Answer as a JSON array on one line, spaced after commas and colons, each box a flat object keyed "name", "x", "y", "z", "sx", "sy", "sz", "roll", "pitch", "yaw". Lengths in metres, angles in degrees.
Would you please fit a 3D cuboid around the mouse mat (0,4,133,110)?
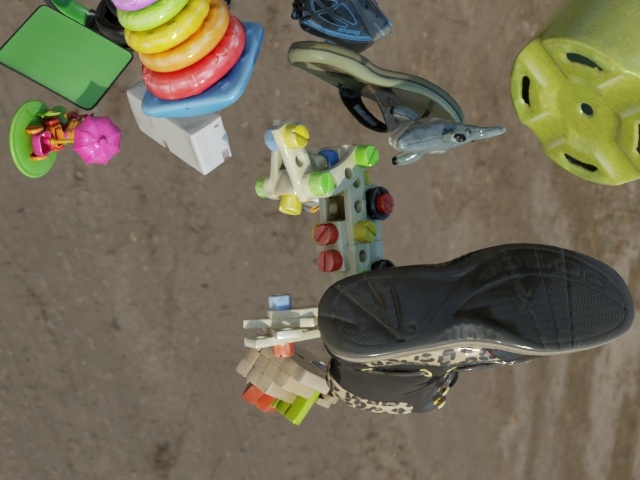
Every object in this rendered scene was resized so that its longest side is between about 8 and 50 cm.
[{"name": "mouse mat", "x": -0.432, "y": -0.312, "z": 1.628, "sx": 0.153, "sy": 0.189, "sz": 0.007, "roll": -61, "pitch": -179, "yaw": -31}]

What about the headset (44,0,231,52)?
[{"name": "headset", "x": -0.389, "y": -0.516, "z": 2.034, "sx": 0.243, "sy": 0.394, "sz": 0.185, "roll": 140, "pitch": -33, "yaw": -63}]

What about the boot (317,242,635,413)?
[{"name": "boot", "x": 0.177, "y": 0.127, "z": 1.230, "sx": 0.284, "sy": 0.377, "sz": 0.138, "roll": 97, "pitch": -16, "yaw": -66}]

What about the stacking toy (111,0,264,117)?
[{"name": "stacking toy", "x": -0.219, "y": -0.320, "z": 1.277, "sx": 0.302, "sy": 0.175, "sz": 0.166, "roll": 54, "pitch": 40, "yaw": -45}]

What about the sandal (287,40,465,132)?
[{"name": "sandal", "x": 0.077, "y": -0.209, "z": 1.431, "sx": 0.302, "sy": 0.120, "sz": 0.086, "roll": 18, "pitch": 80, "yaw": -26}]

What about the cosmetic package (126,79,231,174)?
[{"name": "cosmetic package", "x": -0.296, "y": -0.245, "z": 2.004, "sx": 0.085, "sy": 0.231, "sz": 0.117, "roll": -38, "pitch": 142, "yaw": -21}]

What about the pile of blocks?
[{"name": "pile of blocks", "x": -0.045, "y": 0.235, "z": 1.501, "sx": 0.113, "sy": 0.149, "sz": 0.362, "roll": -56, "pitch": 171, "yaw": -2}]

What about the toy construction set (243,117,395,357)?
[{"name": "toy construction set", "x": 0.000, "y": 0.000, "z": 1.282, "sx": 0.215, "sy": 0.151, "sz": 0.328, "roll": -9, "pitch": 110, "yaw": -50}]

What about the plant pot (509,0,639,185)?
[{"name": "plant pot", "x": 0.345, "y": -0.201, "z": 1.017, "sx": 0.254, "sy": 0.276, "sz": 0.276, "roll": -43, "pitch": 136, "yaw": -23}]

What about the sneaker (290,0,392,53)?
[{"name": "sneaker", "x": -0.002, "y": -0.437, "z": 1.705, "sx": 0.341, "sy": 0.139, "sz": 0.125, "roll": 41, "pitch": 18, "yaw": -45}]

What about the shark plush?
[{"name": "shark plush", "x": 0.154, "y": -0.121, "z": 1.182, "sx": 0.161, "sy": 0.067, "sz": 0.073, "roll": 6, "pitch": 95, "yaw": -23}]

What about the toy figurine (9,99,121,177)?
[{"name": "toy figurine", "x": -0.399, "y": -0.173, "z": 1.599, "sx": 0.173, "sy": 0.159, "sz": 0.130, "roll": -49, "pitch": 139, "yaw": -60}]

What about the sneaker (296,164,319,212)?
[{"name": "sneaker", "x": -0.019, "y": -0.092, "z": 1.829, "sx": 0.084, "sy": 0.215, "sz": 0.083, "roll": -42, "pitch": 108, "yaw": -5}]
